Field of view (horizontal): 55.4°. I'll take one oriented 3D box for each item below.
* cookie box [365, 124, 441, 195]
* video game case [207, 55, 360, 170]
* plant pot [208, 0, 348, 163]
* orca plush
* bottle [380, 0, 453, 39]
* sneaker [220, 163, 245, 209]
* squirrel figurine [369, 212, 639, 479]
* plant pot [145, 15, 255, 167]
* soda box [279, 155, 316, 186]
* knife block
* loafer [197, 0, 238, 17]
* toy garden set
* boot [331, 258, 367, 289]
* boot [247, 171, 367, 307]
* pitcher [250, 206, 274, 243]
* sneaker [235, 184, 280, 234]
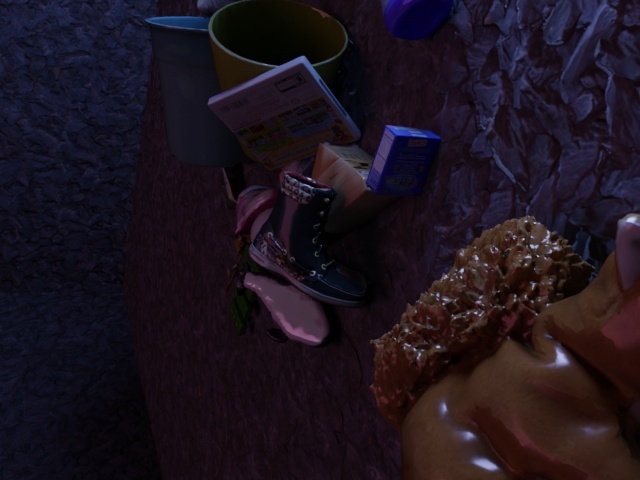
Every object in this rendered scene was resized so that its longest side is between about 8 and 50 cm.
[{"bbox_3d":[0.134,-0.128,0.987,0.040,0.092,0.107,54,135,46],"label":"cookie box"},{"bbox_3d":[-0.069,-0.237,1.184,0.227,0.206,0.026,-15,48,30],"label":"video game case"},{"bbox_3d":[-0.100,-0.316,1.305,0.293,0.275,0.274,101,154,-46],"label":"plant pot"},{"bbox_3d":[-0.068,0.156,1.352,0.287,0.102,0.151,14,76,33],"label":"orca plush"},{"bbox_3d":[0.136,-0.471,0.990,0.118,0.092,0.282,-39,55,58],"label":"bottle"},{"bbox_3d":[-0.273,-0.179,1.813,0.086,0.064,0.192,-41,56,49],"label":"sneaker"},{"bbox_3d":[0.231,0.117,0.608,0.397,0.281,0.370,54,129,46],"label":"squirrel figurine"},{"bbox_3d":[-0.260,-0.378,1.547,0.341,0.342,0.333,-137,45,-56],"label":"plant pot"},{"bbox_3d":[-0.031,-0.160,1.348,0.183,0.058,0.062,-44,51,55],"label":"soda box"},{"bbox_3d":[0.036,-0.057,1.182,0.275,0.088,0.241,48,131,53],"label":"knife block"},{"bbox_3d":[-0.291,-0.681,1.730,0.319,0.112,0.111,-101,-9,-73],"label":"loafer"},{"bbox_3d":[-0.210,0.108,1.708,0.203,0.049,0.244,60,141,42],"label":"toy garden set"},{"bbox_3d":[-0.018,0.059,1.190,0.077,0.165,0.213,-65,29,4],"label":"boot"},{"bbox_3d":[-0.001,0.000,1.078,0.237,0.085,0.178,27,107,14],"label":"boot"},{"bbox_3d":[-0.088,0.016,1.386,0.207,0.126,0.177,149,101,-80],"label":"pitcher"},{"bbox_3d":[-0.163,-0.093,1.556,0.252,0.103,0.111,-30,65,59],"label":"sneaker"}]
